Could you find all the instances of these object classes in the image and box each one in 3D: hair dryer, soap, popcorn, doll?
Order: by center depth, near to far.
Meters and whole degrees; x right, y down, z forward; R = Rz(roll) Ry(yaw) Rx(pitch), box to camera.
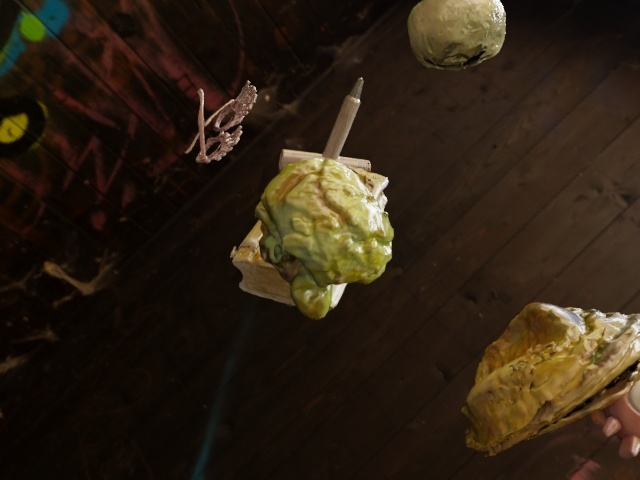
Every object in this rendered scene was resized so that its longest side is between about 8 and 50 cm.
[{"bbox_3d":[0.000,0.000,0.835,0.198,0.198,0.212,52,-54,47],"label":"popcorn"},{"bbox_3d":[0.509,0.251,0.979,0.211,0.093,0.261,-29,-99,-25],"label":"doll"},{"bbox_3d":[-0.009,-0.020,1.046,0.174,0.089,0.274,12,-133,20],"label":"soap"},{"bbox_3d":[0.021,-0.233,1.319,0.195,0.220,0.053,5,-154,-10],"label":"hair dryer"}]

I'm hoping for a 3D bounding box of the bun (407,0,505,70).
[{"bbox_3d":[0.346,-0.513,1.591,0.260,0.259,0.152,-6,-101,33],"label":"bun"}]

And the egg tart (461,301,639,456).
[{"bbox_3d":[0.285,0.166,0.839,0.297,0.297,0.132,-39,-97,3],"label":"egg tart"}]

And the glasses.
[{"bbox_3d":[-0.237,-0.291,1.507,0.162,0.095,0.255,-6,-124,38],"label":"glasses"}]
